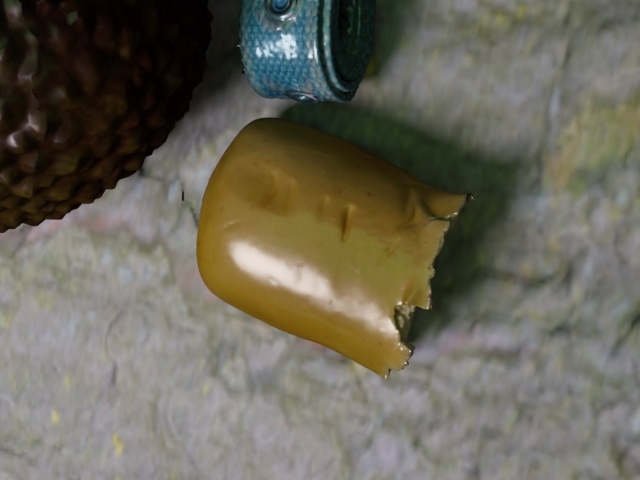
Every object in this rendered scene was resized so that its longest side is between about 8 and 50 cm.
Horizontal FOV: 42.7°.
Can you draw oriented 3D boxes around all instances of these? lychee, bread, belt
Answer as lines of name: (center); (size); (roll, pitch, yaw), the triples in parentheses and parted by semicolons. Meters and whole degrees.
lychee: (-0.189, -0.124, 0.501); (0.236, 0.236, 0.271); (34, 113, 12)
bread: (-0.001, 0.001, 0.527); (0.173, 0.085, 0.134); (21, 99, 14)
belt: (0.003, -0.239, 0.512); (0.072, 0.087, 0.303); (9, 96, 28)
